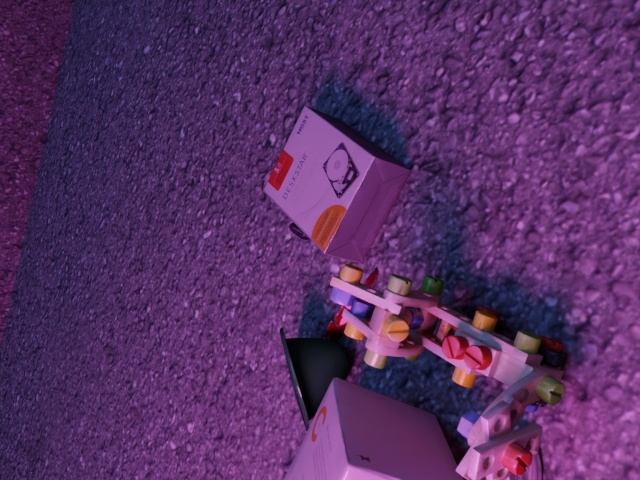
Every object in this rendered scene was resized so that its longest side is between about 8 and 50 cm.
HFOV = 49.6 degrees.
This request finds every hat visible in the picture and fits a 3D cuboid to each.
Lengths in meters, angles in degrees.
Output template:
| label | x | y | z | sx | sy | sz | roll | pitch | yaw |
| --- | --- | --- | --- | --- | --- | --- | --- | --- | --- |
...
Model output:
| label | x | y | z | sx | sy | sz | roll | pitch | yaw |
| --- | --- | --- | --- | --- | --- | --- | --- | --- | --- |
| hat | 0.039 | 0.197 | 1.139 | 0.209 | 0.183 | 0.173 | 81 | 171 | -45 |

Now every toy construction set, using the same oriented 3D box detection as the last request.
| label | x | y | z | sx | sy | sz | roll | pitch | yaw |
| --- | --- | --- | --- | --- | --- | --- | --- | --- | --- |
| toy construction set | 0.167 | 0.143 | 0.850 | 0.328 | 0.215 | 0.151 | 48 | 116 | 45 |

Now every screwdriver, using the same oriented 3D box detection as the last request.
| label | x | y | z | sx | sy | sz | roll | pitch | yaw |
| --- | --- | --- | --- | --- | --- | --- | --- | --- | --- |
| screwdriver | 0.000 | 0.000 | 1.249 | 0.169 | 0.024 | 0.025 | 24 | 70 | 44 |

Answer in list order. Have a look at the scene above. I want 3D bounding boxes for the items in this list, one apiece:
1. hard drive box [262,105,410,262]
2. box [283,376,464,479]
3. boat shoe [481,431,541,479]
| label | x | y | z | sx | sy | sz | roll | pitch | yaw |
| --- | --- | --- | --- | --- | --- | --- | --- | --- | --- |
| hard drive box | 0.021 | -0.100 | 1.195 | 0.232 | 0.089 | 0.181 | 44 | 113 | 47 |
| box | 0.030 | 0.399 | 0.917 | 0.215 | 0.168 | 0.346 | -103 | 36 | -73 |
| boat shoe | 0.208 | 0.372 | 0.829 | 0.098 | 0.096 | 0.277 | -18 | 66 | 47 |
